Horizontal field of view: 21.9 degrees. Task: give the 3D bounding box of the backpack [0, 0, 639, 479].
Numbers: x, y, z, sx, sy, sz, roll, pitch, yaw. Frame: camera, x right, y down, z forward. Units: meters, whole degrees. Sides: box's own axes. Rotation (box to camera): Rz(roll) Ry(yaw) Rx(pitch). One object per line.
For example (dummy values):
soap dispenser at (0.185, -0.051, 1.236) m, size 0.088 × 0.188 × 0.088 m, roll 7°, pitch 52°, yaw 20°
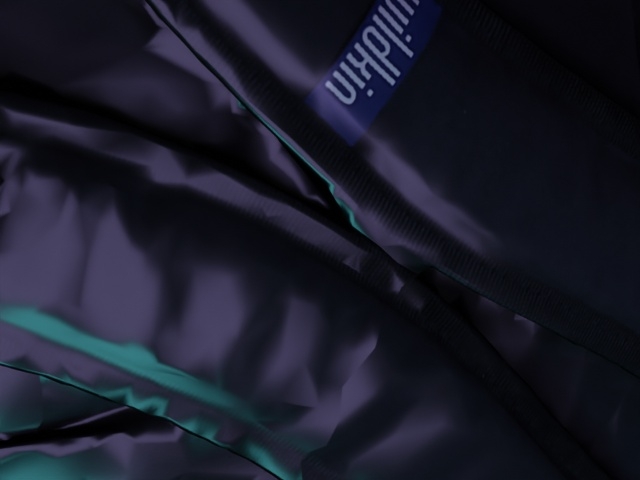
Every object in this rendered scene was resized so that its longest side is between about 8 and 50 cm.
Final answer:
backpack at (0.000, 0.000, 0.513) m, size 0.355 × 0.273 × 0.290 m, roll 30°, pitch 84°, yaw -21°
